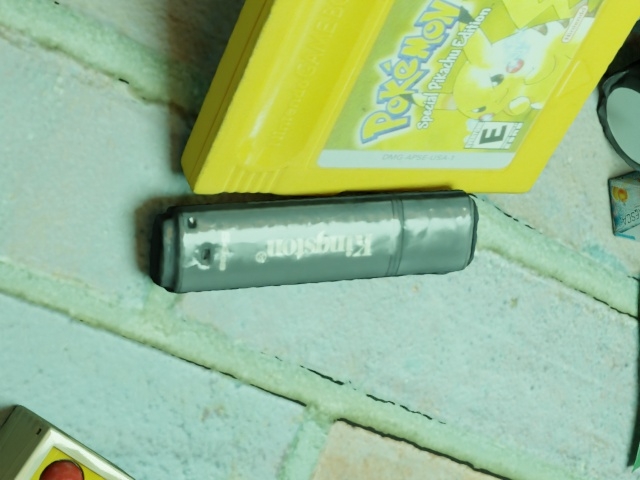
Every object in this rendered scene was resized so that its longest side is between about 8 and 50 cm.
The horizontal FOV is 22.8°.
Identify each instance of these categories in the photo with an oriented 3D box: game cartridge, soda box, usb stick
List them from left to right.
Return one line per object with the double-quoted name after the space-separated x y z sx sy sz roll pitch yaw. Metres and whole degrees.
0.000 0.000 1.282 0.278 0.045 0.077 -4 118 -22 "usb stick"
0.082 -0.143 1.228 0.324 0.052 0.285 -3 139 -30 "game cartridge"
0.361 -0.048 1.493 0.183 0.063 0.058 -16 107 -26 "soda box"

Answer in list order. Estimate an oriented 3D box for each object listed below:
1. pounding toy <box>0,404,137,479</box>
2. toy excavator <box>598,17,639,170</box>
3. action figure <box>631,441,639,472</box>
-0.185 0.207 1.202 0.141 0.100 0.130 39 80 -30 "pounding toy"
0.428 -0.227 1.252 0.222 0.445 0.432 -29 121 -24 "toy excavator"
0.354 0.102 1.522 0.137 0.063 0.232 -13 102 -24 "action figure"
